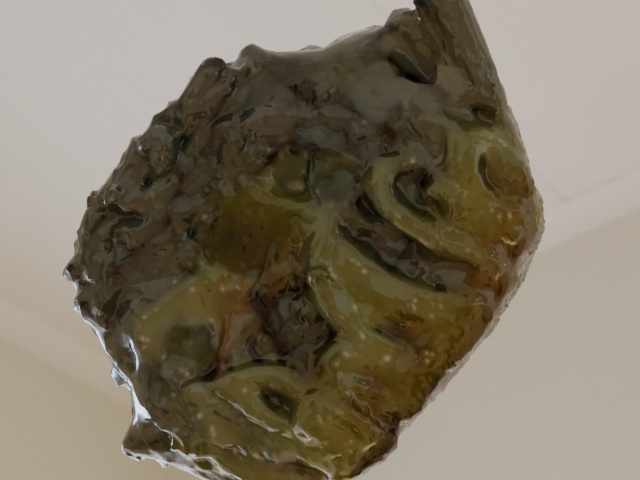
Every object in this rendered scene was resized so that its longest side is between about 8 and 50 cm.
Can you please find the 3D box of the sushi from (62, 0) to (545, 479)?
[{"bbox_3d":[0.000,0.000,0.678,0.274,0.184,0.139,-50,-7,3],"label":"sushi"}]
